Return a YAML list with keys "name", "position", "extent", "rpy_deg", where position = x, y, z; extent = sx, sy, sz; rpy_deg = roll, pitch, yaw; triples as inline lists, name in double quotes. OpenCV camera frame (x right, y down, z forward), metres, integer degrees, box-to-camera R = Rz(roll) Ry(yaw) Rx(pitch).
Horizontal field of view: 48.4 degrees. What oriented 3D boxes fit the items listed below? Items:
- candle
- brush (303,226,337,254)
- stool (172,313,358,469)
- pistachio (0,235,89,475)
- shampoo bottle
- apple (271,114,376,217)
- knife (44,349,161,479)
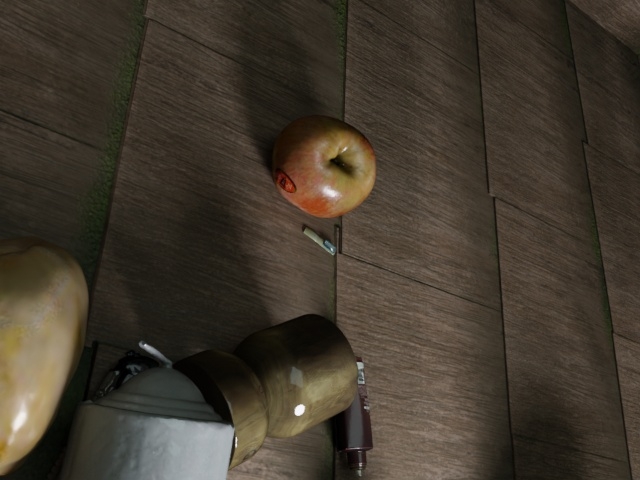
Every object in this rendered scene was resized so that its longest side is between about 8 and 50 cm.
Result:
- name: "candle"
  position: [-0.225, 0.312, 0.914]
  extent: [0.221, 0.221, 0.342]
  rpy_deg: [20, 73, -33]
- name: "brush"
  position: [0.000, 0.000, 1.431]
  extent: [0.083, 0.013, 0.016]
  rpy_deg: [36, 53, -20]
- name: "stool"
  position: [-0.089, 0.234, 1.133]
  extent: [0.264, 0.179, 0.179]
  rpy_deg: [-16, 82, -44]
- name: "pistachio"
  position: [-0.406, 0.131, 0.895]
  extent: [0.230, 0.230, 0.309]
  rpy_deg: [21, 63, -33]
- name: "shampoo bottle"
  position: [0.060, 0.333, 1.295]
  extent: [0.068, 0.067, 0.236]
  rpy_deg: [7, 67, -28]
- name: "apple"
  position: [0.001, -0.144, 1.396]
  extent: [0.209, 0.164, 0.209]
  rpy_deg: [7, 76, -31]
- name: "knife"
  position: [-0.324, 0.306, 0.994]
  extent: [0.089, 0.043, 0.365]
  rpy_deg: [40, 50, -17]
